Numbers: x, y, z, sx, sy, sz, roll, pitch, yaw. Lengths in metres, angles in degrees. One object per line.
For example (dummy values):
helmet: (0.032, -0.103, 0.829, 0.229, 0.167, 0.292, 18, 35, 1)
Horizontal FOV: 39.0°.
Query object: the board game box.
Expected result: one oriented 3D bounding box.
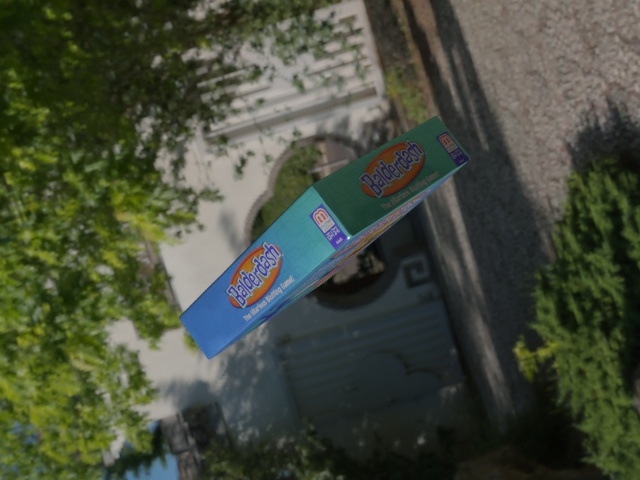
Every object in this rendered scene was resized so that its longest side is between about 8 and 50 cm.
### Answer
board game box: (0.000, 0.000, 0.705, 0.160, 0.210, 0.047, -32, -97, -45)
